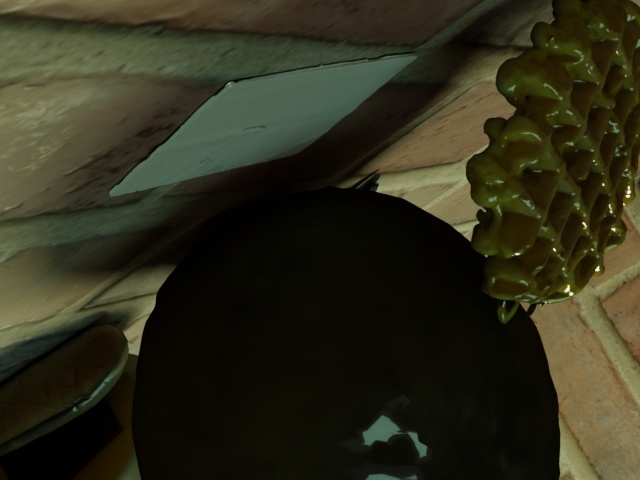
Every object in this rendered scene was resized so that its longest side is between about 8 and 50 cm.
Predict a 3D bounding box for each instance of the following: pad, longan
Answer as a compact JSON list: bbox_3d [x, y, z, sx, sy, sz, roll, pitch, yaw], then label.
[{"bbox_3d":[-0.038,-0.088,0.994,0.156,0.004,0.232,-36,169,37],"label":"pad"},{"bbox_3d":[0.019,0.158,1.263,0.404,0.436,0.404,-30,-157,14],"label":"longan"}]

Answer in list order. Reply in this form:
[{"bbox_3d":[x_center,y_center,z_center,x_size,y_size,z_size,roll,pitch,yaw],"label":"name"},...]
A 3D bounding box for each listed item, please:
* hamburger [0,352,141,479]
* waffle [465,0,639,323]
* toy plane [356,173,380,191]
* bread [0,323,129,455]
[{"bbox_3d":[-0.269,0.249,1.455,0.295,0.227,0.151,-31,149,15],"label":"hamburger"},{"bbox_3d":[0.212,-0.068,1.148,0.329,0.062,0.329,-39,138,-47],"label":"waffle"},{"bbox_3d":[0.000,0.016,1.452,0.160,0.082,0.234,12,146,-34],"label":"toy plane"},{"bbox_3d":[-0.276,0.158,1.380,0.214,0.073,0.053,-33,162,16],"label":"bread"}]
